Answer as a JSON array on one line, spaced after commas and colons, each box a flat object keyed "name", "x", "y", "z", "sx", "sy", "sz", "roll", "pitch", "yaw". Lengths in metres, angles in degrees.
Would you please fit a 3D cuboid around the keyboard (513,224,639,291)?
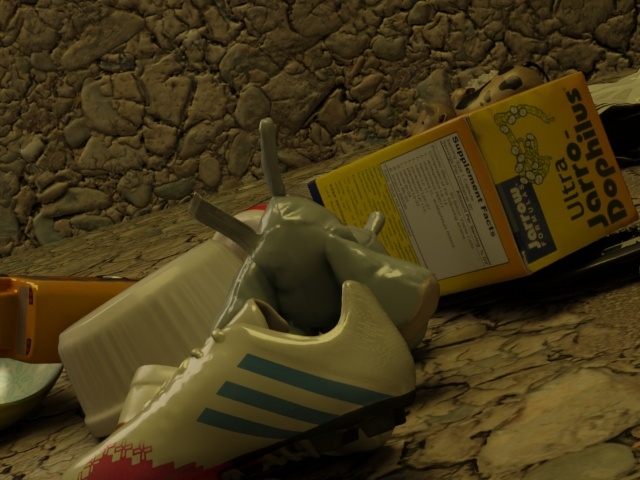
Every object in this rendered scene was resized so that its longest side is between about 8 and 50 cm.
[{"name": "keyboard", "x": 0.383, "y": -0.006, "z": 1.489, "sx": 0.317, "sy": 0.033, "sz": 0.201, "roll": -19, "pitch": 1, "yaw": -1}]

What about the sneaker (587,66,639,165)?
[{"name": "sneaker", "x": 0.609, "y": -0.229, "z": 2.137, "sx": 0.447, "sy": 0.169, "sz": 0.257, "roll": -25, "pitch": 18, "yaw": 4}]

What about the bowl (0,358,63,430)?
[{"name": "bowl", "x": -0.502, "y": 0.174, "z": 1.649, "sx": 0.289, "sy": 0.289, "sz": 0.156, "roll": -34, "pitch": -24, "yaw": -59}]

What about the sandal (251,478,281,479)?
[{"name": "sandal", "x": -0.083, "y": 0.234, "z": 1.019, "sx": 0.072, "sy": 0.049, "sz": 0.180, "roll": -16, "pitch": -8, "yaw": -44}]

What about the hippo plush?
[{"name": "hippo plush", "x": -0.006, "y": 0.067, "z": 1.339, "sx": 0.234, "sy": 0.294, "sz": 0.236, "roll": -47, "pitch": -13, "yaw": 4}]

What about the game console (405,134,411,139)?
[{"name": "game console", "x": 0.165, "y": -0.117, "z": 2.307, "sx": 0.361, "sy": 0.044, "sz": 0.213, "roll": -28, "pitch": -27, "yaw": 19}]

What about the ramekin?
[{"name": "ramekin", "x": -0.184, "y": 0.106, "z": 1.461, "sx": 0.273, "sy": 0.127, "sz": 0.273, "roll": -31, "pitch": 4, "yaw": 3}]

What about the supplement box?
[{"name": "supplement box", "x": 0.178, "y": -0.050, "z": 1.536, "sx": 0.195, "sy": 0.194, "sz": 0.356, "roll": -24, "pitch": 3, "yaw": -32}]

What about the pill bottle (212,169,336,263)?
[{"name": "pill bottle", "x": 0.000, "y": 0.000, "z": 1.765, "sx": 0.176, "sy": 0.176, "sz": 0.318, "roll": -10, "pitch": 12, "yaw": 37}]

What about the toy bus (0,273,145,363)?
[{"name": "toy bus", "x": -0.310, "y": 0.102, "z": 1.605, "sx": 0.333, "sy": 0.108, "sz": 0.130, "roll": 3, "pitch": 2, "yaw": -39}]

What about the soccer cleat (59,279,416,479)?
[{"name": "soccer cleat", "x": -0.082, "y": 0.135, "z": 1.059, "sx": 0.331, "sy": 0.143, "sz": 0.116, "roll": -20, "pitch": -9, "yaw": 8}]

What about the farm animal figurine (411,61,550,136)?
[{"name": "farm animal figurine", "x": 0.246, "y": -0.171, "z": 1.978, "sx": 0.327, "sy": 0.172, "sz": 0.330, "roll": -41, "pitch": 26, "yaw": -14}]

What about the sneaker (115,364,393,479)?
[{"name": "sneaker", "x": -0.070, "y": 0.192, "z": 1.158, "sx": 0.290, "sy": 0.106, "sz": 0.123, "roll": -2, "pitch": 51, "yaw": 32}]
